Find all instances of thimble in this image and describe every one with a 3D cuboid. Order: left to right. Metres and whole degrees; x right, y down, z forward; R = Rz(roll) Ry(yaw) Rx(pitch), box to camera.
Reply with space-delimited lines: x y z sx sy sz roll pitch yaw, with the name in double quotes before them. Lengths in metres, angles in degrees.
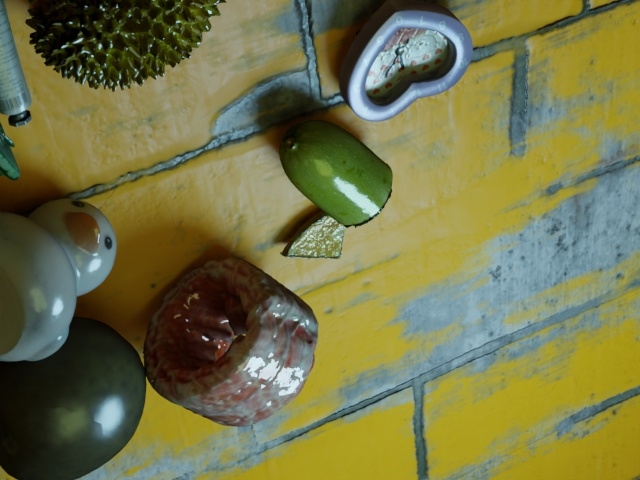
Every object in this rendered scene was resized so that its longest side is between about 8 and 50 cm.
"thimble" -0.129 0.151 1.789 0.239 0.239 0.162 -42 135 7

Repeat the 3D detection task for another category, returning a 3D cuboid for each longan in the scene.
"longan" -0.364 0.228 1.705 0.248 0.248 0.248 -16 133 -18

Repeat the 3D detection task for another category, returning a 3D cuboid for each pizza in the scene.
"pizza" 0.000 0.000 1.877 0.123 0.026 0.108 -38 139 0

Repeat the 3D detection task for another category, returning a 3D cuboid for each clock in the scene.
"clock" 0.110 -0.266 1.687 0.198 0.064 0.172 -28 136 -7

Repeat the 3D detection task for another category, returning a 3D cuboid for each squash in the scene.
"squash" 0.010 -0.104 1.732 0.123 0.123 0.187 -46 132 11

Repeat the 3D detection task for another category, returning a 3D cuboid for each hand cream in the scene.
"hand cream" -0.389 -0.225 1.449 0.067 0.042 0.194 -16 128 -8

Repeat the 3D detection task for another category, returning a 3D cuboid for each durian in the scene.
"durian" -0.220 -0.293 1.350 0.258 0.258 0.293 22 118 -41

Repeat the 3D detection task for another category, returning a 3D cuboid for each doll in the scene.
"doll" -0.380 0.038 1.596 0.221 0.221 0.251 17 139 -39

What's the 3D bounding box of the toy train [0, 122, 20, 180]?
"toy train" -0.484 -0.132 1.366 0.202 0.145 0.266 -28 153 -2
